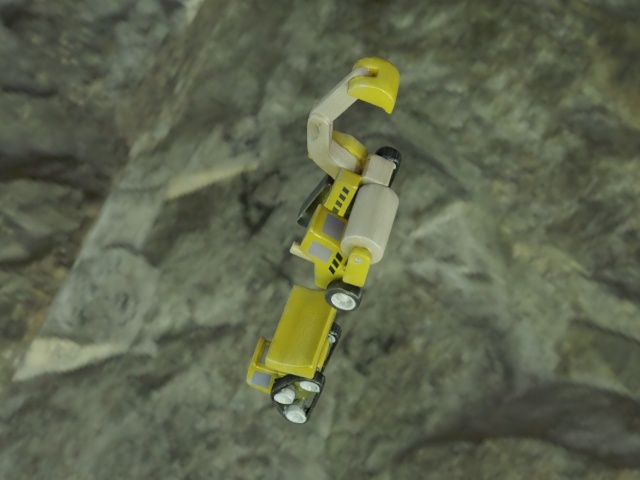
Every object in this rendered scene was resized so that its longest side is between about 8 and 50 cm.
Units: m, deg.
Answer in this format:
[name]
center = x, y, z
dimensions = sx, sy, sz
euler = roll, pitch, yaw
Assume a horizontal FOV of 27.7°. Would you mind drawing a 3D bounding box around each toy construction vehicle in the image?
[toy construction vehicle]
center = 0.000, 0.000, 0.416
dimensions = 0.035, 0.098, 0.086
euler = 20, -124, -1
